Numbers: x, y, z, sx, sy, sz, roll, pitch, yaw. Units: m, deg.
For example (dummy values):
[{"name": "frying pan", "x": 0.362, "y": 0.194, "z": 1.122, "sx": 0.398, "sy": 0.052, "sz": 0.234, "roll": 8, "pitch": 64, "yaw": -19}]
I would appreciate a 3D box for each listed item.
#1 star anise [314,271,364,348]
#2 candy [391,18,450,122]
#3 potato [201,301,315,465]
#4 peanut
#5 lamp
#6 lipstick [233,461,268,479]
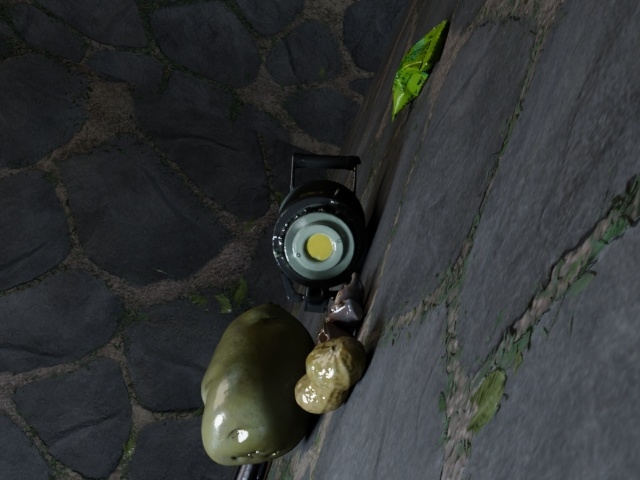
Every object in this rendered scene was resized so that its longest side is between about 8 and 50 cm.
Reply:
[{"name": "star anise", "x": 0.041, "y": 0.145, "z": 1.478, "sx": 0.208, "sy": 0.063, "sz": 0.172, "roll": 111, "pitch": -178, "yaw": -68}, {"name": "candy", "x": 0.207, "y": -0.379, "z": 1.810, "sx": 0.246, "sy": 0.069, "sz": 0.149, "roll": 119, "pitch": 173, "yaw": -59}, {"name": "potato", "x": -0.113, "y": 0.287, "z": 1.576, "sx": 0.326, "sy": 0.221, "sz": 0.243, "roll": -73, "pitch": -33, "yaw": -52}, {"name": "peanut", "x": 0.012, "y": 0.217, "z": 1.276, "sx": 0.089, "sy": 0.089, "sz": 0.193, "roll": -73, "pitch": 6, "yaw": -45}, {"name": "lamp", "x": 0.002, "y": -0.028, "z": 1.768, "sx": 0.272, "sy": 0.205, "sz": 0.374, "roll": 101, "pitch": 172, "yaw": -85}, {"name": "lipstick", "x": -0.224, "y": 0.727, "z": 1.976, "sx": 0.077, "sy": 0.077, "sz": 0.418, "roll": 147, "pitch": 142, "yaw": -83}]
